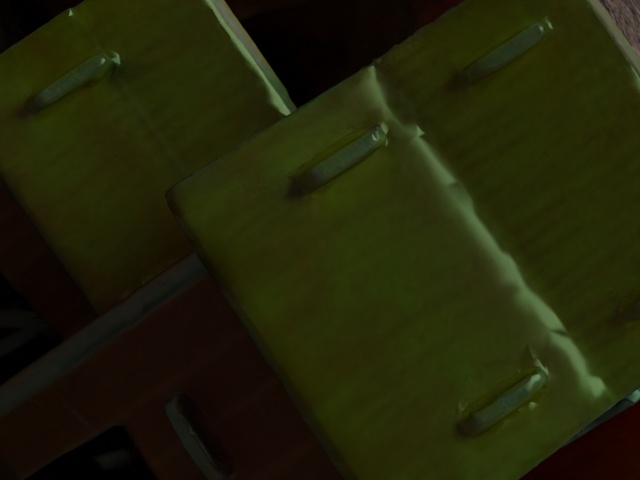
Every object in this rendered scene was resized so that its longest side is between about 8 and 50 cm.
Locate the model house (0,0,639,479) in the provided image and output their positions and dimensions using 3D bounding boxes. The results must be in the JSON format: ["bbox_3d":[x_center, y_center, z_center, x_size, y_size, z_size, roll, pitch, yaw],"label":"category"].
[{"bbox_3d":[0.000,0.000,0.789,0.300,0.324,0.340,56,19,1],"label":"model house"}]

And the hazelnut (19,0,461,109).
[{"bbox_3d":[-0.033,-0.242,1.084,0.402,0.402,0.429,48,17,-21],"label":"hazelnut"}]

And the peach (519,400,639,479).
[{"bbox_3d":[0.234,0.207,0.922,0.380,0.306,0.242,-71,168,-50],"label":"peach"}]
